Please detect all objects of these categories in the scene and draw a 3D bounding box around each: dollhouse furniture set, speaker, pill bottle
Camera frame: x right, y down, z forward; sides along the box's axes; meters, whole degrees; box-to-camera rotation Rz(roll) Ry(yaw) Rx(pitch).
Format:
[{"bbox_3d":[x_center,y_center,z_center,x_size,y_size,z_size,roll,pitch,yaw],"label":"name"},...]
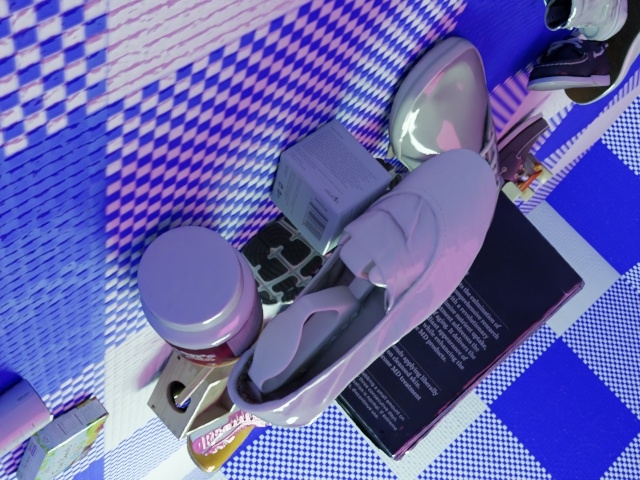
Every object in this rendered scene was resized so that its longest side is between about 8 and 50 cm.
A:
[{"bbox_3d":[0.505,-0.098,2.215,0.262,0.135,0.259,-24,158,-54],"label":"dollhouse furniture set"},{"bbox_3d":[-0.348,0.205,0.836,0.136,0.055,0.055,-37,166,-25],"label":"speaker"},{"bbox_3d":[-0.128,0.065,0.887,0.121,0.121,0.221,-40,167,-11],"label":"pill bottle"}]

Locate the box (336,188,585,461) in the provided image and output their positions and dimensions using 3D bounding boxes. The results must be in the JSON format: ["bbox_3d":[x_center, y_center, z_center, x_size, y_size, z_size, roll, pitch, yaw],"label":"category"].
[{"bbox_3d":[0.199,0.156,1.654,0.471,0.297,0.480,-39,176,-8],"label":"box"}]

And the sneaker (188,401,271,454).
[{"bbox_3d":[-0.156,0.315,1.611,0.252,0.111,0.103,-21,141,-22],"label":"sneaker"}]

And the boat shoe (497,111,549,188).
[{"bbox_3d":[0.406,-0.155,1.829,0.305,0.091,0.109,-46,167,16],"label":"boat shoe"}]

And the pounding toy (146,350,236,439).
[{"bbox_3d":[-0.182,0.192,1.233,0.181,0.094,0.206,-15,141,-54],"label":"pounding toy"}]

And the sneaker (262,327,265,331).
[{"bbox_3d":[-0.101,0.235,1.607,0.097,0.084,0.235,-39,166,-5],"label":"sneaker"}]

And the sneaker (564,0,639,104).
[{"bbox_3d":[0.599,-0.388,1.613,0.123,0.106,0.290,-29,160,-38],"label":"sneaker"}]

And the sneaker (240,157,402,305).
[{"bbox_3d":[0.000,0.000,1.116,0.279,0.107,0.118,-36,175,-16],"label":"sneaker"}]

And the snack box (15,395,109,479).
[{"bbox_3d":[-0.351,0.278,1.103,0.100,0.037,0.141,-29,161,-43],"label":"snack box"}]

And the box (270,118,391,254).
[{"bbox_3d":[0.010,-0.061,0.934,0.087,0.102,0.101,-35,164,-25],"label":"box"}]

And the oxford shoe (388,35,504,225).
[{"bbox_3d":[0.194,-0.120,1.147,0.169,0.130,0.449,-39,154,-9],"label":"oxford shoe"}]

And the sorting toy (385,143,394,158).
[{"bbox_3d":[0.124,-0.151,1.181,0.062,0.012,0.083,-35,169,-12],"label":"sorting toy"}]

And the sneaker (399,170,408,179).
[{"bbox_3d":[0.160,-0.092,1.363,0.212,0.080,0.094,-34,153,-27],"label":"sneaker"}]

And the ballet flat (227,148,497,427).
[{"bbox_3d":[0.039,0.059,0.899,0.400,0.139,0.139,-50,166,15],"label":"ballet flat"}]

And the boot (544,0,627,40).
[{"bbox_3d":[0.365,-0.339,1.153,0.123,0.095,0.258,-36,159,-1],"label":"boot"}]

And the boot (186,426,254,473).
[{"bbox_3d":[-0.156,0.350,1.715,0.211,0.104,0.295,-39,-174,17],"label":"boot"}]

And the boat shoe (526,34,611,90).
[{"bbox_3d":[0.432,-0.311,1.419,0.114,0.091,0.302,1,-169,28],"label":"boat shoe"}]
